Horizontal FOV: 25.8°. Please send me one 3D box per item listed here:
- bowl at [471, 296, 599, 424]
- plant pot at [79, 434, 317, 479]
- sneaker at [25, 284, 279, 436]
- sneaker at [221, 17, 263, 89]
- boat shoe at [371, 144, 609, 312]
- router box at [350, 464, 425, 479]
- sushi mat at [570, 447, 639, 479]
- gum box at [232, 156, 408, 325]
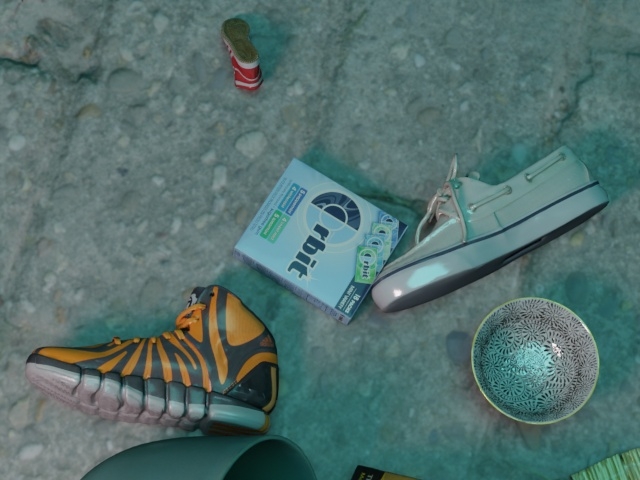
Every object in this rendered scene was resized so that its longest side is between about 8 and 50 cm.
[{"bbox_3d":[0.275,0.166,1.848,0.170,0.080,0.170,2,72,-6],"label":"bowl"},{"bbox_3d":[-0.167,0.364,1.636,0.235,0.293,0.293,2,69,28],"label":"plant pot"},{"bbox_3d":[-0.208,0.141,1.798,0.321,0.124,0.180,13,67,-13],"label":"sneaker"},{"bbox_3d":[-0.110,-0.259,1.968,0.042,0.067,0.118,-14,45,-8],"label":"sneaker"},{"bbox_3d":[0.205,-0.039,1.878,0.367,0.136,0.156,-26,77,-16],"label":"boat shoe"},{"bbox_3d":[0.088,0.439,1.664,0.081,0.243,0.309,39,67,-36],"label":"router box"},{"bbox_3d":[0.447,0.427,1.816,0.151,0.019,0.316,-16,74,-9],"label":"sushi mat"},{"bbox_3d":[0.000,0.000,1.892,0.184,0.041,0.157,32,72,4],"label":"gum box"}]
